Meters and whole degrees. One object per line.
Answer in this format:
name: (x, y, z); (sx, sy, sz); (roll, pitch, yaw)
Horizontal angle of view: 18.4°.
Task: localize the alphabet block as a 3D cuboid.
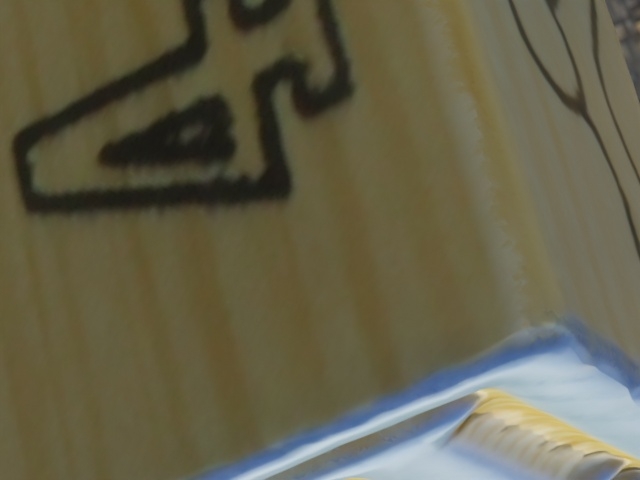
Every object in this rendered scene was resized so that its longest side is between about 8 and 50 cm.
alphabet block: (0.000, 0.000, 0.626); (0.193, 0.197, 0.192); (-24, 153, 20)
